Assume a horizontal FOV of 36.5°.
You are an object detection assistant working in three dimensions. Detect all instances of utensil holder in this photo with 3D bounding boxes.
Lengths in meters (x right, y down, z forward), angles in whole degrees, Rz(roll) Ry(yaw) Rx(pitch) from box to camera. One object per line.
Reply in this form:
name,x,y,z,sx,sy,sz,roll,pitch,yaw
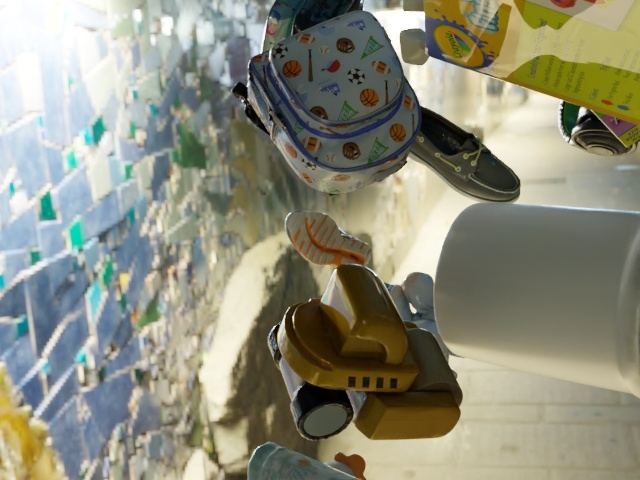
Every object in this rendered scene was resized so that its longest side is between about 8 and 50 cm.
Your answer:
utensil holder,0.445,0.091,1.750,0.386,0.327,0.328,8,16,37

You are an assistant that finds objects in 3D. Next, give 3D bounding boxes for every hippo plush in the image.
hippo plush,0.237,0.250,2.438,0.234,0.294,0.236,4,36,13

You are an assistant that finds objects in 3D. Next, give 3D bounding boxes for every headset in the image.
headset,0.621,-0.263,1.921,0.185,0.243,0.394,20,16,-19

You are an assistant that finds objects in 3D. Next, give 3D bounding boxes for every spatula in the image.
spatula,0.178,-0.354,1.485,0.019,0.168,0.242,-2,8,33

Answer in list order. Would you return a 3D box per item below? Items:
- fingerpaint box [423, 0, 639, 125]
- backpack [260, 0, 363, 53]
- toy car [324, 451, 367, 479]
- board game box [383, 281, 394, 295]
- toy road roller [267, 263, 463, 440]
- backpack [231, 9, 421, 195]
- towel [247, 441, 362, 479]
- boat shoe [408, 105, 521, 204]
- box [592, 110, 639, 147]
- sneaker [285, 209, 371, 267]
fingerpaint box,0.307,-0.302,1.066,0.371,0.163,0.445,20,-9,12
backpack,-0.010,-0.396,1.902,0.191,0.225,0.253,23,47,7
toy car,0.025,0.564,2.056,0.210,0.238,0.219,44,11,34
board game box,0.091,0.197,1.968,0.035,0.201,0.136,21,36,13
toy road roller,0.090,0.173,1.556,0.330,0.240,0.202,6,37,-26
backpack,0.035,-0.218,1.554,0.277,0.263,0.213,-27,-9,-10
towel,0.069,0.459,1.290,0.321,0.374,0.090,11,37,38
boat shoe,0.286,-0.179,2.012,0.305,0.091,0.109,32,58,11
box,0.531,-0.305,1.617,0.214,0.117,0.243,-35,-42,23
sneaker,0.000,0.000,1.705,0.083,0.084,0.215,31,-2,42
